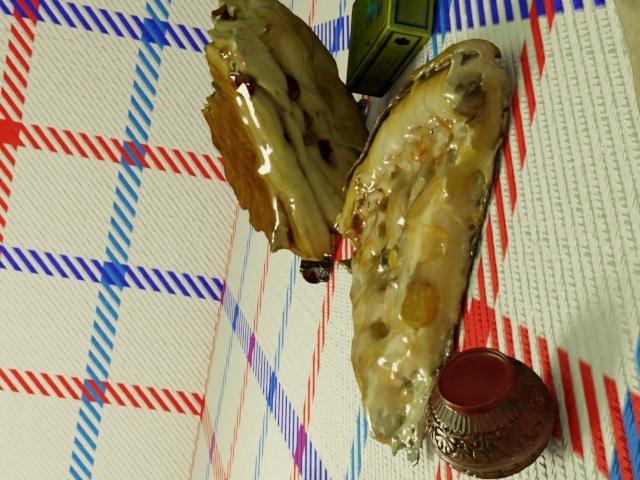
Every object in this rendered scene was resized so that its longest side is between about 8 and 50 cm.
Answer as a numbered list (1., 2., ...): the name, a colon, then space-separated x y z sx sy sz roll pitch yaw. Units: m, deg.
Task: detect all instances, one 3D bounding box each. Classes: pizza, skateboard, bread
1. pizza: 0.085 -0.020 1.228 0.392 0.080 0.434 -124 46 -73
2. skateboard: 0.000 0.000 1.687 0.080 0.067 0.151 -80 3 -49
3. bread: -0.052 -0.180 1.507 0.314 0.192 0.369 -129 18 -57

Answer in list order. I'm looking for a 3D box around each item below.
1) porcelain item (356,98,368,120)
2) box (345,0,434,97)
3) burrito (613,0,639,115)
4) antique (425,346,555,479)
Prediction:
1. porcelain item: 0.056 -0.182 1.640 0.136 0.021 0.075 -95 22 -49
2. box: 0.092 -0.296 1.450 0.220 0.064 0.140 128 149 -71
3. burrito: 0.223 -0.133 0.686 0.087 0.060 0.226 112 162 -45
4. antique: 0.130 0.136 0.836 0.104 0.104 0.104 -171 90 -79
